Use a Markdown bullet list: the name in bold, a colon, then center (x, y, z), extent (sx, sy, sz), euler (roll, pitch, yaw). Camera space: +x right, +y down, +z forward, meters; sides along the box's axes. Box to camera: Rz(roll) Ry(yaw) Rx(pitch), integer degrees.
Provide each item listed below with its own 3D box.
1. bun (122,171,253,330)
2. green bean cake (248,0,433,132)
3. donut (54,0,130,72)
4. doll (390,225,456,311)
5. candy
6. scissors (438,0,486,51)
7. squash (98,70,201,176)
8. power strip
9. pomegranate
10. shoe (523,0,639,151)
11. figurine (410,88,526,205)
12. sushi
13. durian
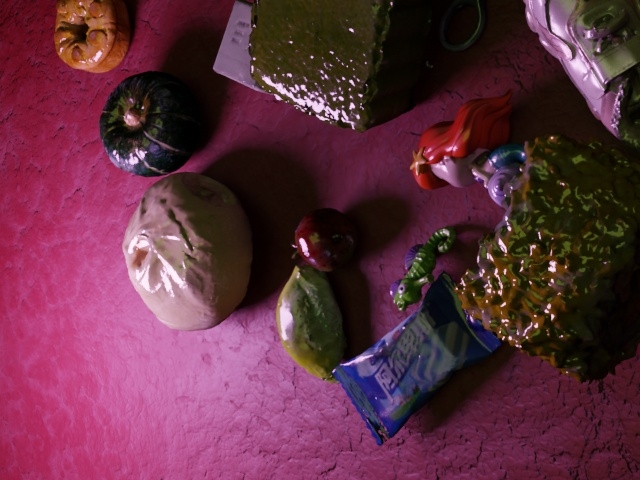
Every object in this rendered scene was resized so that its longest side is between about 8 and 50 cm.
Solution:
- **bun**: center (-0.322, 0.022, 1.778), extent (0.364, 0.202, 0.364), euler (-5, 83, 47)
- **green bean cake**: center (0.047, -0.400, 1.499), extent (0.335, 0.218, 0.319), euler (27, 126, 24)
- **donut**: center (-0.584, -0.537, 2.036), extent (0.227, 0.114, 0.226), euler (0, 90, 33)
- **doll**: center (0.196, 0.052, 1.522), extent (0.190, 0.050, 0.115), euler (-59, 25, -11)
- **candy**: center (0.178, 0.230, 1.547), extent (0.331, 0.077, 0.187), euler (-44, 69, 23)
- **scissors**: center (0.349, -0.540, 1.463), extent (0.383, 0.029, 0.256), euler (-28, 74, 32)
- **squash**: center (-0.398, -0.273, 1.879), extent (0.252, 0.165, 0.252), euler (-2, 87, 32)
- **power strip**: center (-0.110, -0.436, 1.704), extent (0.140, 0.139, 0.224), euler (29, 105, 31)
- **pomegranate**: center (-0.002, -0.006, 1.643), extent (0.159, 0.129, 0.129), euler (13, 97, 42)
- **shoe**: center (0.455, -0.292, 1.207), extent (0.172, 0.198, 0.351), euler (-37, 108, 18)
- **figurine**: center (0.296, -0.151, 1.425), extent (0.257, 0.181, 0.208), euler (33, 147, 31)
- **sushi**: center (0.406, 0.018, 1.211), extent (0.240, 0.396, 0.351), euler (36, 103, 32)
- **durian**: center (-0.022, 0.175, 1.664), extent (0.139, 0.101, 0.250), euler (-7, 86, 33)
